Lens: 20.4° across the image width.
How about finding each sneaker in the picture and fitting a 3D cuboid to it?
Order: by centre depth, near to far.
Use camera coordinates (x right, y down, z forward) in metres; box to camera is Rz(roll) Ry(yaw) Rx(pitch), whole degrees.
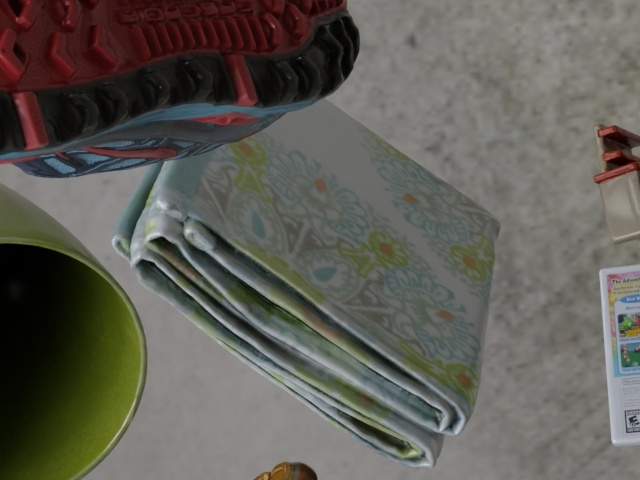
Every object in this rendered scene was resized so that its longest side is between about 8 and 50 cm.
[{"bbox_3d":[-0.109,-0.057,0.668,0.125,0.262,0.104,-33,68,43],"label":"sneaker"}]

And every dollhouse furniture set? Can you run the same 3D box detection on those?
[{"bbox_3d":[0.416,-0.085,1.833,0.259,0.262,0.135,-17,71,34],"label":"dollhouse furniture set"}]

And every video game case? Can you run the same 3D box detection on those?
[{"bbox_3d":[0.299,0.082,1.376,0.157,0.019,0.143,-7,70,17],"label":"video game case"}]

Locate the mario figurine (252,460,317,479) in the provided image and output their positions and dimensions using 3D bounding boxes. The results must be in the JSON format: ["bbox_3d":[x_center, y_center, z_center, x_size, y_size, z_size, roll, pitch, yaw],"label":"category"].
[{"bbox_3d":[0.082,0.294,1.386,0.198,0.321,0.170,-53,20,20],"label":"mario figurine"}]

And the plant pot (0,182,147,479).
[{"bbox_3d":[-0.327,0.055,1.612,0.293,0.275,0.274,-127,38,-55],"label":"plant pot"}]

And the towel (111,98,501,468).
[{"bbox_3d":[0.000,0.000,1.530,0.090,0.320,0.374,-48,12,29],"label":"towel"}]
